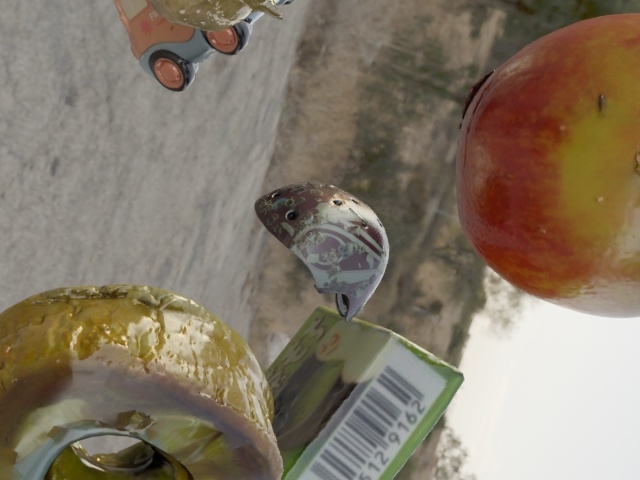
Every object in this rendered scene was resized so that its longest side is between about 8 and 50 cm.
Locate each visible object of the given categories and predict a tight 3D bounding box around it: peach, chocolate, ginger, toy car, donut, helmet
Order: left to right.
[{"bbox_3d":[-0.198,0.204,0.936,0.160,0.329,0.330,-104,-154,-55],"label":"donut"},{"bbox_3d":[-0.134,-0.276,0.992,0.115,0.122,0.193,69,13,19],"label":"ginger"},{"bbox_3d":[-0.175,-0.356,1.341,0.270,0.212,0.180,-23,-158,44],"label":"toy car"},{"bbox_3d":[0.010,0.245,1.376,0.301,0.137,0.288,-50,-159,-13],"label":"chocolate"},{"bbox_3d":[0.016,-0.005,1.117,0.107,0.153,0.177,-36,133,4],"label":"helmet"},{"bbox_3d":[0.333,-0.088,1.122,0.370,0.370,0.370,20,90,-84],"label":"peach"}]
